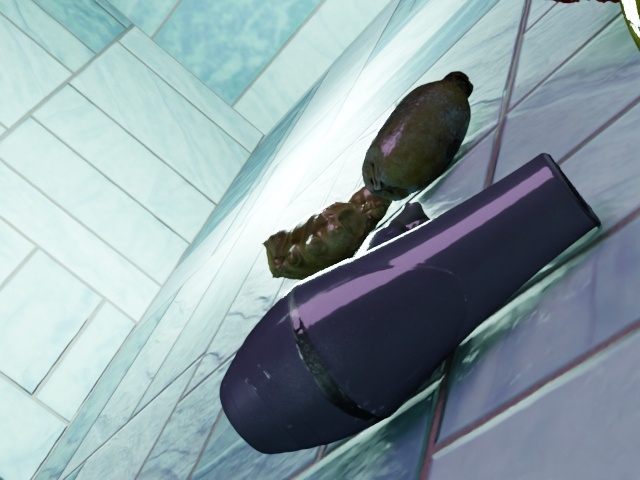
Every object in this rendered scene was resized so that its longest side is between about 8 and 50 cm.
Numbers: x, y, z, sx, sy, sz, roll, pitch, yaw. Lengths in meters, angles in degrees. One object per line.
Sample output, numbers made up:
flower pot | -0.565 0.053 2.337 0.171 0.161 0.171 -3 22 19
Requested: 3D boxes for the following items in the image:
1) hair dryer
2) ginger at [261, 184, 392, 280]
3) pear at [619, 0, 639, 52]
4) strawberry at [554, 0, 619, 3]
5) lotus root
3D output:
hair dryer | 0.074 0.013 0.778 0.301 0.121 0.361 -37 9 17
ginger | 0.001 0.003 1.118 0.205 0.081 0.115 -36 30 32
pear | 0.223 -0.125 0.389 0.200 0.200 0.200 -48 11 13
strawberry | 0.286 -0.328 0.822 0.261 0.258 0.261 -167 90 -81
lotus root | 0.119 -0.127 1.065 0.192 0.088 0.113 -54 5 -23
